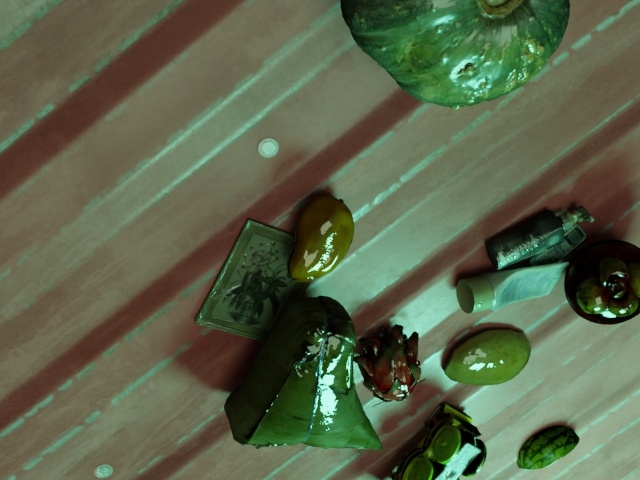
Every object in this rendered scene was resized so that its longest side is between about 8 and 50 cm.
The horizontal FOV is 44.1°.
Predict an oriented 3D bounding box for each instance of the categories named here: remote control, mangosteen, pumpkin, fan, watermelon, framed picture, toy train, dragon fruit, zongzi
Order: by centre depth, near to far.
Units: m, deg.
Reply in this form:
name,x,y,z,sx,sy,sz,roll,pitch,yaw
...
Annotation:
name,x,y,z,sx,sy,sz,roll,pitch,yaw
pumpkin,0.193,-0.343,1.144,0.291,0.257,0.328,-44,117,-5
framed picture,-0.108,0.080,1.444,0.172,0.010,0.231,18,113,-27
zongzi,0.041,0.276,1.507,0.360,0.160,0.323,20,120,-24
mangosteen,0.579,0.086,1.565,0.199,0.200,0.200,-8,122,-13
dragon fruit,0.140,0.250,1.570,0.121,0.130,0.142,-4,125,27
remote control,0.479,0.017,1.595,0.124,0.018,0.053,-42,124,9
fan,0.162,0.317,1.637,0.133,0.005,0.085,-23,168,-22
toy train,0.240,0.503,1.724,0.100,0.161,0.296,32,104,-21
watermelon,0.539,0.485,1.881,0.163,0.087,0.069,-29,87,-3

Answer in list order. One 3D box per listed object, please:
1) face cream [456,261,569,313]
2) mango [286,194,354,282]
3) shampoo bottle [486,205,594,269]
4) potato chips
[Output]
name,x,y,z,sx,sy,sz,roll,pitch,yaw
face cream,0.386,0.092,1.586,0.224,0.070,0.114,-11,145,-20
mango,-0.001,-0.003,1.385,0.105,0.084,0.159,19,112,-26
shampoo bottle,0.426,-0.010,1.535,0.207,0.064,0.057,-26,135,-3
potato chips,0.367,0.259,1.686,0.201,0.049,0.150,5,123,-28
